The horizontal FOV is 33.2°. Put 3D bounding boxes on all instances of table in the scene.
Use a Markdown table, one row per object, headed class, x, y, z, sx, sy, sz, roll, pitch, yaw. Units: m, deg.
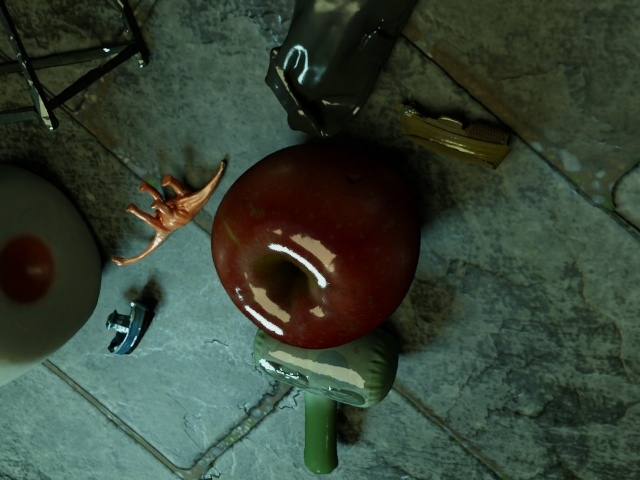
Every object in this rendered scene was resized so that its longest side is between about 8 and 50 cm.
| class | x | y | z | sx | sy | sz | roll | pitch | yaw |
| --- | --- | --- | --- | --- | --- | --- | --- | --- | --- |
| table | -0.453 | -0.289 | 1.378 | 0.335 | 0.222 | 0.272 | -3 | 120 | 31 |

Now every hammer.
| class | x | y | z | sx | sy | sz | roll | pitch | yaw |
| --- | --- | --- | --- | --- | --- | --- | --- | --- | --- |
| hammer | 0.007 | 0.240 | 1.599 | 0.206 | 0.119 | 0.335 | 18 | 137 | 17 |

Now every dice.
| class | x | y | z | sx | sy | sz | roll | pitch | yaw |
| --- | --- | --- | --- | --- | --- | --- | --- | --- | --- |
| dice | -0.544 | 0.065 | 1.630 | 0.304 | 0.304 | 0.277 | -12 | 117 | 35 |

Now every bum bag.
| class | x | y | z | sx | sy | sz | roll | pitch | yaw |
| --- | --- | --- | --- | --- | --- | --- | --- | --- | --- |
| bum bag | 0.024 | -0.255 | 1.242 | 0.142 | 0.079 | 0.326 | 28 | 129 | -2 |

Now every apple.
| class | x | y | z | sx | sy | sz | roll | pitch | yaw |
| --- | --- | --- | --- | --- | --- | --- | --- | --- | --- |
| apple | 0.000 | 0.000 | 1.343 | 0.260 | 0.216 | 0.260 | 15 | 128 | 20 |

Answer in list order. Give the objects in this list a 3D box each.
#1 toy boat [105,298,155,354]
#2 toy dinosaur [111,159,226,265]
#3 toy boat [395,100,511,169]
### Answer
| class | x | y | z | sx | sy | sz | roll | pitch | yaw |
| --- | --- | --- | --- | --- | --- | --- | --- | --- | --- |
| toy boat | -0.311 | 0.136 | 1.720 | 0.061 | 0.060 | 0.137 | 24 | 139 | -17 |
| toy dinosaur | -0.229 | -0.037 | 1.550 | 0.280 | 0.055 | 0.101 | -26 | 131 | 37 |
| toy boat | 0.156 | -0.129 | 1.281 | 0.149 | 0.049 | 0.047 | 22 | 173 | 19 |
